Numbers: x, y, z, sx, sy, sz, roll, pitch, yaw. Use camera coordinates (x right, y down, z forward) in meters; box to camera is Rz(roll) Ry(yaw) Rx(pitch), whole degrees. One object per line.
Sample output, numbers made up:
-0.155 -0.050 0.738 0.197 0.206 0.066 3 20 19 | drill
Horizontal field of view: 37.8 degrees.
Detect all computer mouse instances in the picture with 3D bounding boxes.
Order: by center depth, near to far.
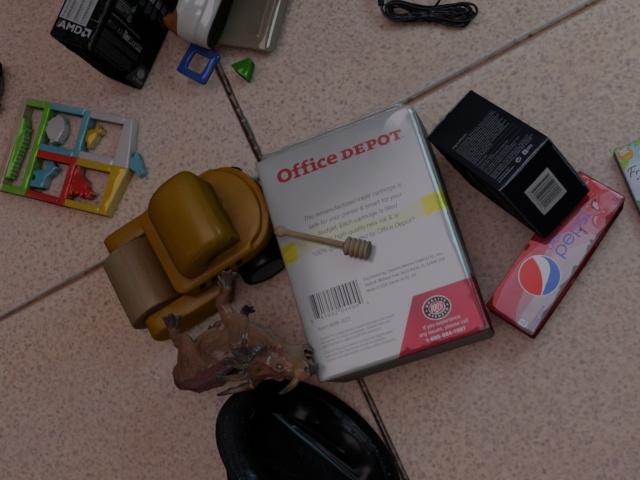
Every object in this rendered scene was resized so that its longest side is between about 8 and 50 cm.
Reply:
0.186 -0.502 1.651 0.184 0.060 0.261 0 92 11 | computer mouse

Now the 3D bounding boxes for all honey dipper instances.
0.000 0.000 1.456 0.161 0.030 0.030 11 83 20 | honey dipper

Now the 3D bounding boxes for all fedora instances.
-0.036 0.383 1.481 0.334 0.334 0.152 46 127 18 | fedora

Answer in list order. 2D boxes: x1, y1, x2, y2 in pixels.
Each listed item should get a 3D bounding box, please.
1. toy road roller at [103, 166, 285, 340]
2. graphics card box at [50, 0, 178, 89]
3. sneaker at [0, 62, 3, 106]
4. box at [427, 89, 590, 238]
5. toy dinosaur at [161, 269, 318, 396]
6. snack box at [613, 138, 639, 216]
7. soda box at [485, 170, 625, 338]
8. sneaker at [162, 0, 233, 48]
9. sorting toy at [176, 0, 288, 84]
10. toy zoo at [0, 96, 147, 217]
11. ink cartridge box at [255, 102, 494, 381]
-0.232 0.006 1.575 0.330 0.240 0.202 -33 73 8 | toy road roller
-0.328 -0.483 1.694 0.094 0.233 0.370 22 87 14 | graphics card box
-0.701 -0.340 1.856 0.132 0.086 0.228 -31 84 3 | sneaker
0.290 -0.121 1.460 0.108 0.153 0.207 -48 41 4 | box
-0.160 0.188 1.488 0.296 0.127 0.200 -32 48 29 | toy dinosaur
0.541 -0.097 1.490 0.100 0.037 0.141 -21 75 10 | snack box
0.375 0.024 1.490 0.092 0.083 0.263 34 91 18 | soda box
-0.199 -0.498 1.676 0.123 0.106 0.290 22 87 12 | sneaker
-0.154 -0.446 1.739 0.196 0.047 0.347 13 84 13 | sorting toy
-0.464 -0.156 1.778 0.293 0.030 0.192 13 84 17 | toy zoo
0.090 0.010 1.529 0.279 0.160 0.384 -19 76 12 | ink cartridge box
